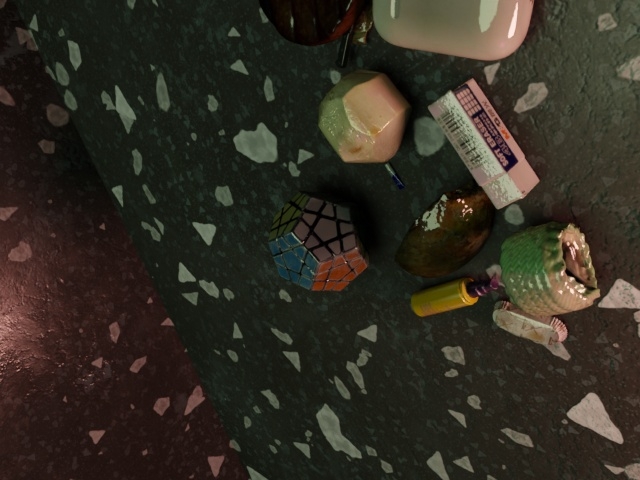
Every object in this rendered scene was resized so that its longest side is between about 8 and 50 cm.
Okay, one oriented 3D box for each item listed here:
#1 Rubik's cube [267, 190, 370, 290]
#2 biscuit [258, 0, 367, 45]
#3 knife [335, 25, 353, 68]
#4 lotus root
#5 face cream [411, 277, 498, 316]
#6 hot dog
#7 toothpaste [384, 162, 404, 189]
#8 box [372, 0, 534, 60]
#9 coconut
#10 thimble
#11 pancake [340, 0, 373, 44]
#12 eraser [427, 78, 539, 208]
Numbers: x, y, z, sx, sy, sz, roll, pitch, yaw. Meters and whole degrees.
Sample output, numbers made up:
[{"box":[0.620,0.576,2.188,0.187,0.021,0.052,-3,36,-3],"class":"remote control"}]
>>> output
[{"box":[0.000,0.000,1.651,0.319,0.264,0.319,23,131,30],"class":"Rubik's cube"},{"box":[-0.022,-0.680,1.319,0.407,0.091,0.407,27,127,42],"class":"biscuit"},{"box":[0.058,-0.553,1.370,0.072,0.019,0.245,34,130,29],"class":"knife"},{"box":[0.327,-0.004,1.425,0.142,0.210,0.314,52,154,19],"class":"lotus root"},{"box":[0.375,0.151,1.546,0.273,0.078,0.078,-26,98,49],"class":"face cream"},{"box":[0.547,0.218,1.453,0.192,0.053,0.099,15,127,33],"class":"hot dog"},{"box":[0.206,-0.178,1.532,0.024,0.015,0.083,-18,109,55],"class":"toothpaste"},{"box":[0.268,-0.533,1.138,0.349,0.141,0.288,22,131,31],"class":"box"},{"box":[0.116,-0.299,1.388,0.241,0.241,0.241,23,130,30],"class":"coconut"},{"box":[0.523,0.069,1.257,0.150,0.219,0.219,-18,103,47],"class":"thimble"},{"box":[0.089,-0.596,1.347,0.212,0.029,0.235,51,137,5],"class":"pancake"},{"box":[0.373,-0.219,1.263,0.086,0.130,0.287,-32,91,45],"class":"eraser"}]
